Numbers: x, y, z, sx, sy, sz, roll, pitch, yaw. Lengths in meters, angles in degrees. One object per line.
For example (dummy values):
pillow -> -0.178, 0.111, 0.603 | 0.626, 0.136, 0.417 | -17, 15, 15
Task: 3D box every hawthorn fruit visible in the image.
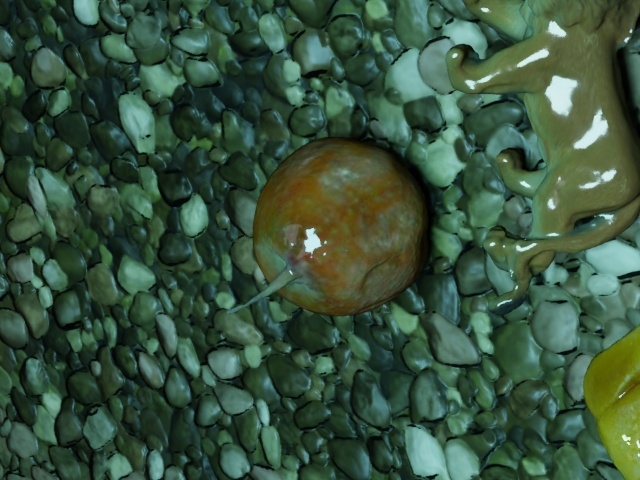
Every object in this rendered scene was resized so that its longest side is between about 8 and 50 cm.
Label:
hawthorn fruit -> 0.017, -0.001, 1.207 | 0.149, 0.189, 0.149 | 3, 119, 6

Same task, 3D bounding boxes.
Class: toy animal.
toy animal -> 0.180, -0.109, 1.100 | 0.157, 0.097, 0.312 | -5, 104, 31

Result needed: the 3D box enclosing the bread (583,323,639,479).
bread -> 0.319, 0.175, 1.068 | 0.167, 0.132, 0.294 | -36, 81, 32
